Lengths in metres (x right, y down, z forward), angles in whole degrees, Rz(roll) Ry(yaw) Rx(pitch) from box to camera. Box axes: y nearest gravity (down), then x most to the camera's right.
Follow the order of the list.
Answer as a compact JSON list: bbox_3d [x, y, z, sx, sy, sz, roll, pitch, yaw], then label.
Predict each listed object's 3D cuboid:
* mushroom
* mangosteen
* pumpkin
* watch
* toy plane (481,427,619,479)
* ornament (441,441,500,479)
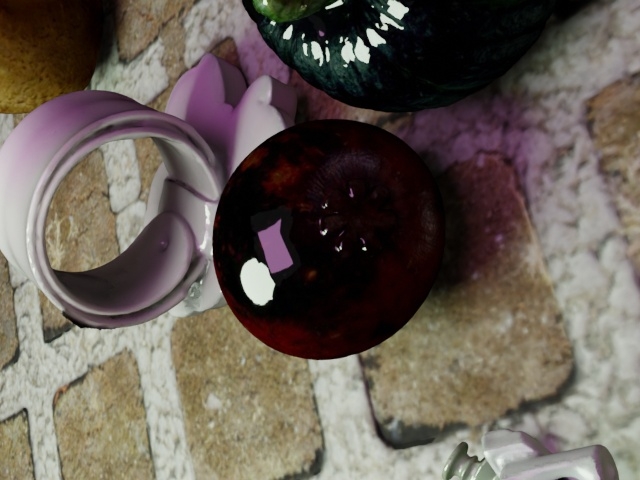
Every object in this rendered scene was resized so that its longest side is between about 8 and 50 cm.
[{"bbox_3d":[-0.373,-0.251,1.028,0.254,0.267,0.267,-55,52,26],"label":"mushroom"},{"bbox_3d":[0.000,0.000,0.695,0.200,0.200,0.199,-5,82,45],"label":"mangosteen"},{"bbox_3d":[0.028,-0.195,0.602,0.248,0.248,0.248,-5,82,45],"label":"pumpkin"},{"bbox_3d":[-0.157,-0.047,0.803,0.211,0.217,0.248,28,107,47],"label":"watch"},{"bbox_3d":[0.153,0.230,0.538,0.252,0.118,0.252,10,110,30],"label":"toy plane"},{"bbox_3d":[0.130,0.168,0.621,0.092,0.041,0.068,-4,91,28],"label":"ornament"}]
